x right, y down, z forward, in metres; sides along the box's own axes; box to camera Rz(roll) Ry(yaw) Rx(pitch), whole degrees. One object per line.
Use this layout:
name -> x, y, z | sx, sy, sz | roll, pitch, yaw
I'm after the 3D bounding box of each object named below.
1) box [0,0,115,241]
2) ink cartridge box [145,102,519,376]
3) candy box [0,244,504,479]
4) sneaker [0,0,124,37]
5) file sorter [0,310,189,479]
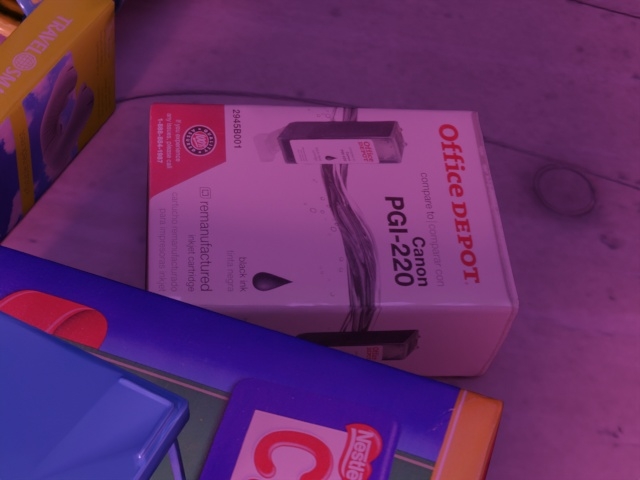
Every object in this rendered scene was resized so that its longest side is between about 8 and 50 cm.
box -> -0.194, -0.071, 0.674 | 0.042, 0.109, 0.178 | 26, 56, 8
ink cartridge box -> 0.000, 0.000, 0.667 | 0.217, 0.092, 0.159 | 1, 56, -10
candy box -> -0.103, 0.164, 0.497 | 0.317, 0.122, 0.268 | 17, 53, 10
sneaker -> -0.130, -0.221, 0.782 | 0.318, 0.127, 0.208 | -3, 54, 1
file sorter -> -0.148, 0.097, 0.405 | 0.170, 0.104, 0.118 | 22, 56, 16
